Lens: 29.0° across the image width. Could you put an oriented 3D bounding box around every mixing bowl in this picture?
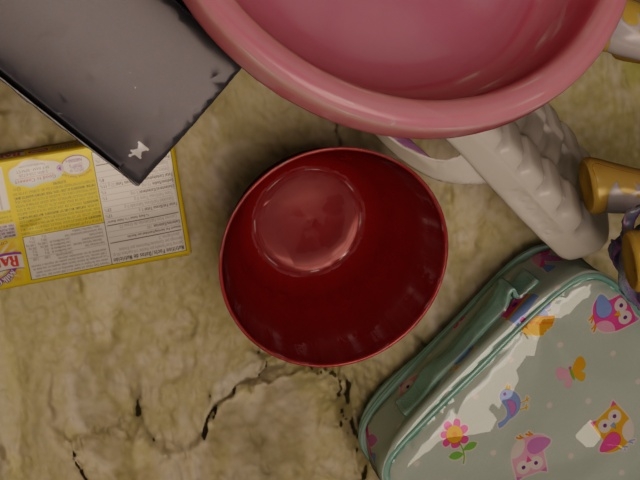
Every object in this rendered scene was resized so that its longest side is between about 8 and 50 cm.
[{"bbox_3d":[0.000,0.000,0.988,0.181,0.098,0.182,-5,110,-13],"label":"mixing bowl"}]

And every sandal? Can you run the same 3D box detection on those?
[{"bbox_3d":[0.078,-0.115,0.951,0.102,0.169,0.416,-31,117,29],"label":"sandal"}]

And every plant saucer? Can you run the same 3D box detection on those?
[{"bbox_3d":[0.042,-0.217,0.802,0.332,0.084,0.332,5,74,-17],"label":"plant saucer"}]

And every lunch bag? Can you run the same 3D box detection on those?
[{"bbox_3d":[0.184,0.147,1.086,0.279,0.108,0.224,-45,109,2],"label":"lunch bag"}]

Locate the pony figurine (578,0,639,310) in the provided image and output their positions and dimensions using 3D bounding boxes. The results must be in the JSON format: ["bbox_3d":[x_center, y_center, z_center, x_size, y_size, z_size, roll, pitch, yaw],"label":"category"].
[{"bbox_3d":[0.387,-0.056,0.922,0.363,0.303,0.351,-8,87,-4],"label":"pony figurine"}]

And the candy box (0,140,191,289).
[{"bbox_3d":[-0.209,-0.021,0.963,0.205,0.027,0.105,-10,114,-11],"label":"candy box"}]

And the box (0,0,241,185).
[{"bbox_3d":[-0.153,-0.146,0.833,0.153,0.207,0.108,40,96,-24],"label":"box"}]
